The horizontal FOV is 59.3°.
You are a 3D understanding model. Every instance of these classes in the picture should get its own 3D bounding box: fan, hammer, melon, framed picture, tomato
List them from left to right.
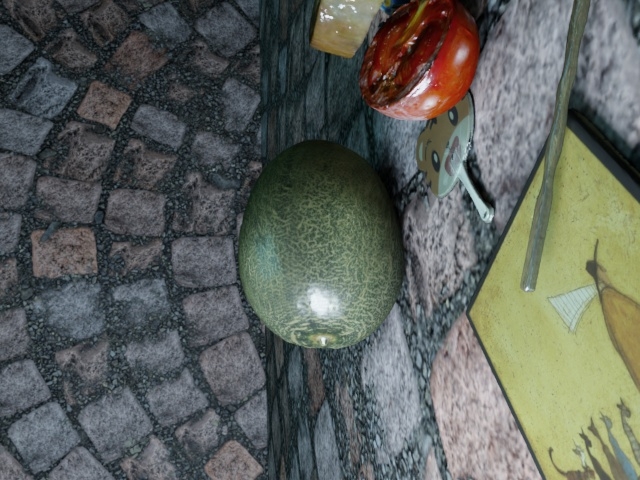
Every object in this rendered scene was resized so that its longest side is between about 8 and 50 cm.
[{"bbox_3d":[0.000,0.000,0.840,0.249,0.248,0.330,109,160,-55],"label":"melon"},{"bbox_3d":[0.119,-0.196,0.629,0.159,0.091,0.139,36,103,58],"label":"tomato"},{"bbox_3d":[0.158,-0.097,0.660,0.227,0.008,0.153,-101,17,-45],"label":"fan"},{"bbox_3d":[0.187,-0.100,0.434,0.058,0.029,0.293,-140,55,-73],"label":"hammer"},{"bbox_3d":[0.208,0.097,0.413,0.339,0.014,0.256,-103,18,-46],"label":"framed picture"}]

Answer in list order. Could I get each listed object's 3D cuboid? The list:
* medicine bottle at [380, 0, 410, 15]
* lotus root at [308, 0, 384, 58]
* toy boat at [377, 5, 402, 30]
[{"bbox_3d":[0.124,-0.367,0.724,0.191,0.051,0.051,132,137,-71],"label":"medicine bottle"},{"bbox_3d":[0.067,-0.415,0.680,0.390,0.110,0.375,-113,36,-75],"label":"lotus root"},{"bbox_3d":[0.120,-0.273,0.728,0.141,0.055,0.060,-120,25,-66],"label":"toy boat"}]
